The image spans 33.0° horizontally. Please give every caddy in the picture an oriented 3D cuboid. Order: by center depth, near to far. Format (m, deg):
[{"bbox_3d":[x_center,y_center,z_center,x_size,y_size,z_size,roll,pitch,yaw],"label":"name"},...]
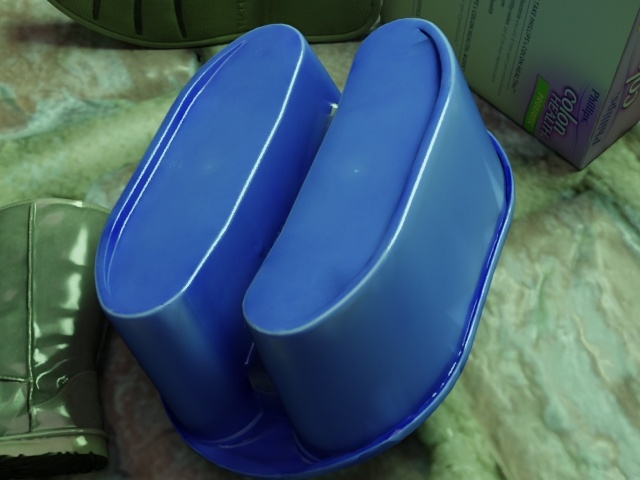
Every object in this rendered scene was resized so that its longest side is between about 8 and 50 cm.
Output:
[{"bbox_3d":[0.000,0.000,0.771,0.241,0.179,0.341,5,54,28],"label":"caddy"}]

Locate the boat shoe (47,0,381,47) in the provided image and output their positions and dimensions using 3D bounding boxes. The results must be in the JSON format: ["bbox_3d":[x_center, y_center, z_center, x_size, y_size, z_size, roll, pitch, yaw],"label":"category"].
[{"bbox_3d":[-0.099,-0.245,0.972,0.302,0.113,0.103,3,55,-13],"label":"boat shoe"}]

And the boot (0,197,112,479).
[{"bbox_3d":[-0.235,0.065,0.776,0.189,0.076,0.209,1,62,-18],"label":"boot"}]

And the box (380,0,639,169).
[{"bbox_3d":[0.181,-0.221,0.897,0.117,0.213,0.243,-38,65,-23],"label":"box"}]
